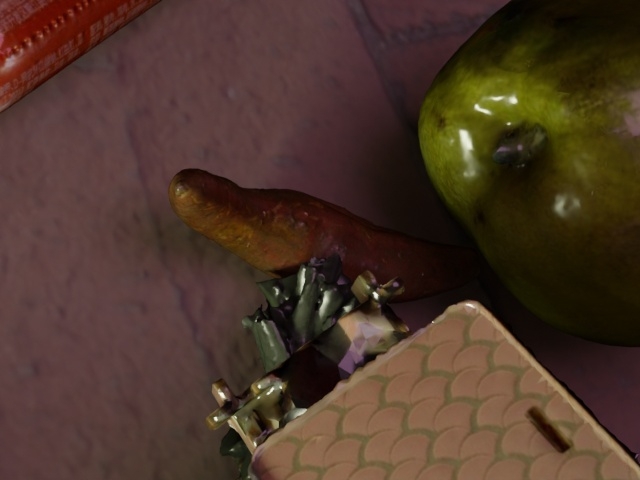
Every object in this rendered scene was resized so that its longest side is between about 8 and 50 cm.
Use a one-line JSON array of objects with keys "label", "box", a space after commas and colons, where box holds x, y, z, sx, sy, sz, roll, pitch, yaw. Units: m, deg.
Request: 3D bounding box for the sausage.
[{"label": "sausage", "box": [-0.150, -0.147, 0.954, 0.074, 0.074, 0.274, 51, 52, -6]}]

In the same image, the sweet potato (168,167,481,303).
[{"label": "sweet potato", "box": [-0.009, -0.001, 0.988, 0.255, 0.078, 0.058, 18, 81, -39]}]

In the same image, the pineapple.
[{"label": "pineapple", "box": [-0.008, 0.129, 0.909, 0.125, 0.125, 0.251, 18, 61, -27]}]

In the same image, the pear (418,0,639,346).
[{"label": "pear", "box": [0.214, -0.055, 1.043, 0.321, 0.269, 0.269, 2, 70, -42]}]

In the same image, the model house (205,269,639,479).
[{"label": "model house", "box": [0.092, 0.152, 0.723, 0.169, 0.244, 0.326, -32, 83, -7]}]
